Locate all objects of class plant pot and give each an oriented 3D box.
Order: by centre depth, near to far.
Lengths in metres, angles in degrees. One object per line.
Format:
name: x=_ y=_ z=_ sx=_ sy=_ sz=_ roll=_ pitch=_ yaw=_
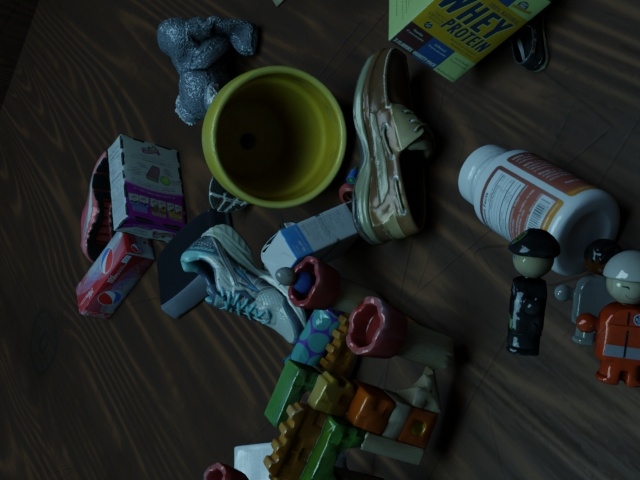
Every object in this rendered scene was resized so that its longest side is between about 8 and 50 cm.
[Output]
plant pot: x=-0.109 y=-0.190 z=1.717 sx=0.239 sy=0.254 sz=0.253 roll=-167 pitch=90 yaw=-70

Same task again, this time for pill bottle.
pill bottle: x=0.286 y=-0.050 z=1.238 sx=0.216 sy=0.121 sz=0.121 roll=42 pitch=113 yaw=50

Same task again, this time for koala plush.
koala plush: x=-0.261 y=-0.369 z=2.016 sx=0.196 sy=0.203 sz=0.221 roll=2 pitch=93 yaw=53

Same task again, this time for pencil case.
pencil case: x=-0.006 y=0.171 z=1.597 sx=0.151 sy=0.065 sz=0.070 roll=-59 pitch=-3 yaw=20

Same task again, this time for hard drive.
hard drive: x=-0.278 y=0.046 z=2.001 sx=0.255 sy=0.054 sz=0.172 roll=-39 pitch=51 yaw=40

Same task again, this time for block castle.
block castle: x=-0.018 y=0.275 z=1.397 sx=0.303 sy=0.213 sz=0.453 roll=31 pitch=98 yaw=60

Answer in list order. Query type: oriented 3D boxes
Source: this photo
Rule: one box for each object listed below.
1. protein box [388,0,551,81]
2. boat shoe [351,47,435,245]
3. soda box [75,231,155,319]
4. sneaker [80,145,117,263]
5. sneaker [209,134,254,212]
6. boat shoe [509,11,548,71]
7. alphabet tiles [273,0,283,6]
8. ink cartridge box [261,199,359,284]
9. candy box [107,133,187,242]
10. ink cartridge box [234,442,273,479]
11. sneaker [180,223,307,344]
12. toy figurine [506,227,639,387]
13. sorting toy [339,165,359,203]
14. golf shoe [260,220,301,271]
protein box: x=0.219 y=-0.392 z=1.385 sx=0.201 sy=0.136 sz=0.199 roll=-37 pitch=37 yaw=41
boat shoe: x=0.131 y=-0.153 z=1.491 sx=0.120 sy=0.123 sz=0.323 roll=-5 pitch=80 yaw=36
soda box: x=-0.511 y=0.083 z=2.270 sx=0.263 sy=0.084 sz=0.092 roll=-47 pitch=46 yaw=33
sneaker: x=-0.573 y=-0.099 z=2.383 sx=0.136 sy=0.116 sz=0.313 roll=13 pitch=90 yaw=55
sneaker: x=-0.157 y=-0.191 z=1.905 sx=0.278 sy=0.107 sz=0.118 roll=-69 pitch=19 yaw=6
boat shoe: x=0.304 y=-0.313 z=1.363 sx=0.049 sy=0.042 sz=0.133 roll=-34 pitch=52 yaw=46
alphabet tiles: x=-0.090 y=-0.644 z=1.911 sx=0.198 sy=0.009 sz=0.237 roll=-33 pitch=84 yaw=44
ink cartridge box: x=0.000 y=0.000 z=1.564 sx=0.060 sy=0.180 sz=0.104 roll=58 pitch=148 yaw=14
candy box: x=-0.403 y=-0.119 z=2.128 sx=0.071 sy=0.159 sz=0.233 roll=-38 pitch=50 yaw=39
ink cartridge box: x=-0.049 y=0.448 z=1.599 sx=0.232 sy=0.066 sz=0.189 roll=-12 pitch=68 yaw=28
sneaker: x=-0.145 y=0.102 z=1.681 sx=0.283 sy=0.122 sz=0.110 roll=42 pitch=141 yaw=18
toy figurine: x=0.336 y=0.068 z=1.060 sx=0.213 sy=0.210 sz=0.148 roll=14 pitch=102 yaw=54
sorting toy: x=0.074 y=-0.101 z=1.598 sx=0.102 sy=0.061 sz=0.042 roll=-28 pitch=24 yaw=37
golf shoe: x=-0.086 y=0.033 z=1.729 sx=0.186 sy=0.086 sz=0.067 roll=-56 pitch=42 yaw=28
